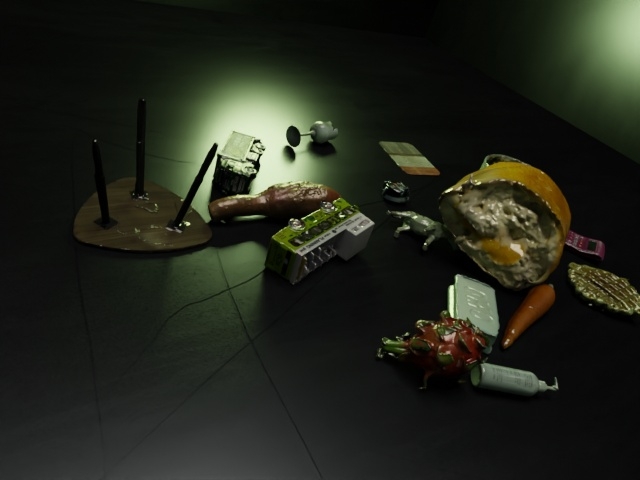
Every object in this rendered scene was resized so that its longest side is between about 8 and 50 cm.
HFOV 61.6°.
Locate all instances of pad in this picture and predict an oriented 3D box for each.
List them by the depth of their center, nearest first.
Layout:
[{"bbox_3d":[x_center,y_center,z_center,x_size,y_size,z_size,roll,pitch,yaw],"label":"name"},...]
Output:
[{"bbox_3d":[0.277,-0.336,2.009,0.323,0.055,0.250,16,29,-38],"label":"pad"}]

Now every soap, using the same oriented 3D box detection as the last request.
[{"bbox_3d":[0.373,0.176,1.319,0.114,0.063,0.198,21,34,0],"label":"soap"}]

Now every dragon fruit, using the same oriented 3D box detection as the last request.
[{"bbox_3d":[0.235,0.234,1.126,0.235,0.135,0.137,-11,38,-6],"label":"dragon fruit"}]

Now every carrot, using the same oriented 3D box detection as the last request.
[{"bbox_3d":[0.535,0.191,1.390,0.069,0.069,0.336,37,44,25],"label":"carrot"}]

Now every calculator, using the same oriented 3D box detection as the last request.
[{"bbox_3d":[0.875,0.007,1.838,0.190,0.034,0.126,26,35,20],"label":"calculator"}]

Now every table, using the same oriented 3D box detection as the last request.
[{"bbox_3d":[-0.410,-0.164,1.250,0.317,0.249,0.317,13,34,-9],"label":"table"}]

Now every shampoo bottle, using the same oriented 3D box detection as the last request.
[{"bbox_3d":[0.427,0.307,1.165,0.195,0.056,0.056,13,34,-9],"label":"shampoo bottle"}]

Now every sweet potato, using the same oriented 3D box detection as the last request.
[{"bbox_3d":[-0.115,-0.103,1.449,0.385,0.109,0.109,-5,40,-21],"label":"sweet potato"}]

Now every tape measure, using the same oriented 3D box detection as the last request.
[{"bbox_3d":[0.242,-0.160,1.744,0.091,0.054,0.094,8,29,-14],"label":"tape measure"}]

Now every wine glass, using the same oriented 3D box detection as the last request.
[{"bbox_3d":[-0.026,-0.379,1.903,0.195,0.079,0.079,-20,50,-42],"label":"wine glass"}]

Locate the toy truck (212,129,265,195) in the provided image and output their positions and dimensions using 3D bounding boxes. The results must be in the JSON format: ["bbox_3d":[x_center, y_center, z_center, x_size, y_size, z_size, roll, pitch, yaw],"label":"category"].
[{"bbox_3d":[-0.238,-0.229,1.577,0.121,0.088,0.259,17,32,-6],"label":"toy truck"}]

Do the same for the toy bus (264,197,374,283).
[{"bbox_3d":[0.000,0.000,1.352,0.139,0.113,0.301,34,39,21],"label":"toy bus"}]

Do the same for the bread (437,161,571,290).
[{"bbox_3d":[0.568,-0.093,1.577,0.361,0.250,0.394,45,38,6],"label":"bread"}]

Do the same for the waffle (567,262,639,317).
[{"bbox_3d":[0.848,0.145,1.605,0.214,0.054,0.208,16,36,5],"label":"waffle"}]

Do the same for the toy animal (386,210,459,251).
[{"bbox_3d":[0.311,-0.036,1.589,0.216,0.074,0.176,30,28,24],"label":"toy animal"}]

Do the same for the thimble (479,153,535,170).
[{"bbox_3d":[0.664,-0.174,1.884,0.270,0.150,0.271,13,34,-9],"label":"thimble"}]
